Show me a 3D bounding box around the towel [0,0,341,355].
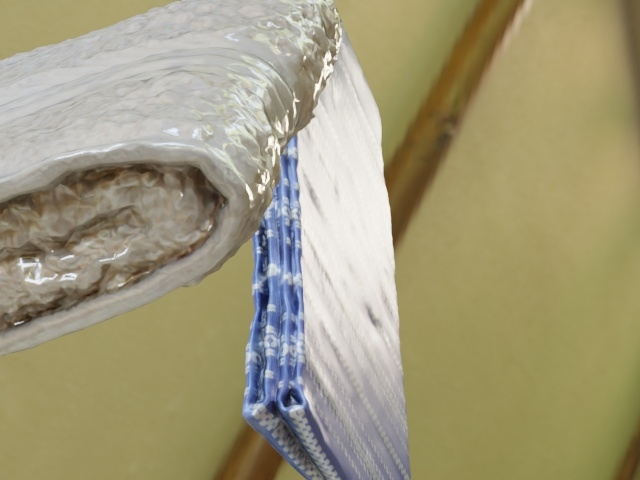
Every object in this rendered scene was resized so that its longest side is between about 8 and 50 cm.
[{"bbox_3d":[-0.133,-0.002,0.475,0.187,0.282,0.049,-71,-40,-67],"label":"towel"}]

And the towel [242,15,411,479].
[{"bbox_3d":[0.000,0.000,0.922,0.243,0.040,0.336,62,-159,-54],"label":"towel"}]
